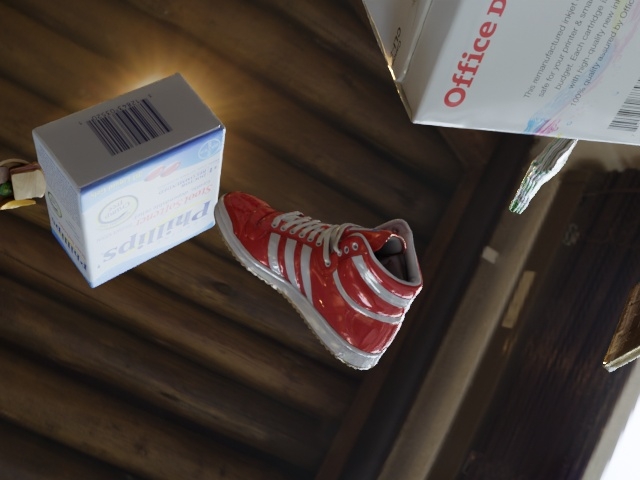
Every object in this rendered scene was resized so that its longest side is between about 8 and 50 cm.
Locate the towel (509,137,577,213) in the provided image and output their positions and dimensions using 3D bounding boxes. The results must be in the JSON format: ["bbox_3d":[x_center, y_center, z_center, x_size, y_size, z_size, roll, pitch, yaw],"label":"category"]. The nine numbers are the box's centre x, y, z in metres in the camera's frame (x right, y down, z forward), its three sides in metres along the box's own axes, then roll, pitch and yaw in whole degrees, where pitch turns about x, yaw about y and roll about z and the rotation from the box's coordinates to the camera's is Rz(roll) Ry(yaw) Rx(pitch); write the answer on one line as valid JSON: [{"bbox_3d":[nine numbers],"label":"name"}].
[{"bbox_3d":[0.275,-0.093,0.915,0.023,0.152,0.113,42,-100,14],"label":"towel"}]

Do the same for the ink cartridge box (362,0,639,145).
[{"bbox_3d":[0.129,-0.140,0.414,0.176,0.127,0.128,3,-46,-18],"label":"ink cartridge box"}]

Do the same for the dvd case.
[{"bbox_3d":[0.443,0.059,0.947,0.018,0.221,0.164,41,-132,1],"label":"dvd case"}]

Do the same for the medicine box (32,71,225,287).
[{"bbox_3d":[-0.316,-0.098,1.331,0.263,0.289,0.149,-30,-114,-27],"label":"medicine box"}]

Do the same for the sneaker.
[{"bbox_3d":[0.000,0.000,0.385,0.118,0.067,0.042,44,-145,18],"label":"sneaker"}]

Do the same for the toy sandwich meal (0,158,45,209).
[{"bbox_3d":[-0.428,-0.077,1.103,0.085,0.029,0.086,-24,-48,-29],"label":"toy sandwich meal"}]
